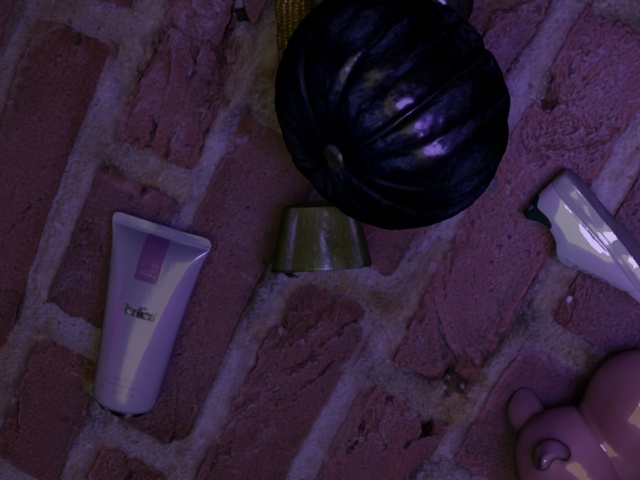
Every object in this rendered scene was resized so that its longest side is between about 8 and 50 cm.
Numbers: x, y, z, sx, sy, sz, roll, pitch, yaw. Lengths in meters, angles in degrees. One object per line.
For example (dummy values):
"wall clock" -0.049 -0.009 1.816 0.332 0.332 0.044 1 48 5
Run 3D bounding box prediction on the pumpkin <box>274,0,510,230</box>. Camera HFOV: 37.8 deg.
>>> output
"pumpkin" 0.098 -0.191 1.358 0.266 0.363 0.363 -40 100 -23

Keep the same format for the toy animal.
"toy animal" 0.465 0.322 1.539 0.269 0.237 0.326 18 107 -5

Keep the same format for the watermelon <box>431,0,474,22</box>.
"watermelon" 0.183 -0.350 1.412 0.105 0.105 0.133 -28 107 19

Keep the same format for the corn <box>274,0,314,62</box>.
"corn" -0.038 -0.337 1.481 0.067 0.067 0.206 -1 106 11

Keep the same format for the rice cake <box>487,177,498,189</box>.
"rice cake" 0.231 -0.193 1.489 0.045 0.042 0.245 -13 106 20

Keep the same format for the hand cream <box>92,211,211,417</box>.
"hand cream" -0.320 0.140 1.684 0.185 0.118 0.359 17 105 9

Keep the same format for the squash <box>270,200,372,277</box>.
"squash" 0.000 0.000 1.545 0.170 0.170 0.123 -1 97 12

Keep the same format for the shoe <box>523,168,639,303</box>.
"shoe" 0.435 0.014 1.500 0.110 0.095 0.265 -36 93 26
